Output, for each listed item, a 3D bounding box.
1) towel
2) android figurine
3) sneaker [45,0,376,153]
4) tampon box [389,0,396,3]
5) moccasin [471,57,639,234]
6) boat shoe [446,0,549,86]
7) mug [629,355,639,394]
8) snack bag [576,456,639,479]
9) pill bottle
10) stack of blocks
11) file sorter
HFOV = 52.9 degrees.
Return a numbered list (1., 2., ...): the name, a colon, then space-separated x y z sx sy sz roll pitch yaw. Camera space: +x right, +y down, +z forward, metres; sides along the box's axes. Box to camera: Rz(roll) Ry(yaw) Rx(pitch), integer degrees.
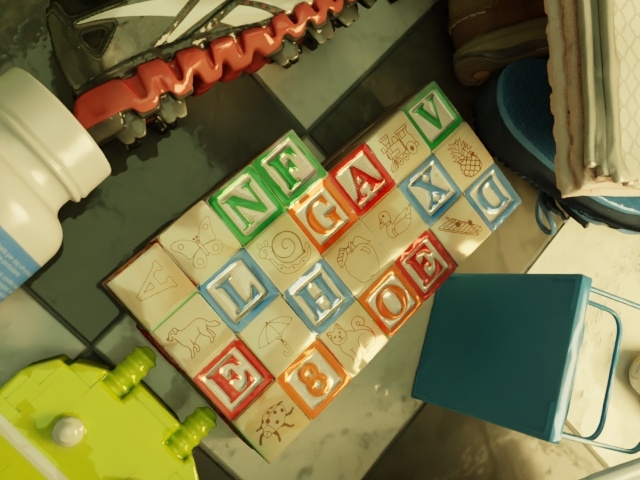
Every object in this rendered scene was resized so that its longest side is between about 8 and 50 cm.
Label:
1. towel: 0.291 -0.202 0.514 0.317 0.053 0.332 -6 92 -35
2. android figurine: -0.193 0.193 0.432 0.273 0.056 0.248 -42 96 -13
3. sneaker: -0.079 -0.180 0.490 0.276 0.097 0.135 -32 100 -19
4. tampon box: 0.117 -0.295 0.542 0.120 0.161 0.101 -33 100 -20
5. moccasin: 0.268 -0.051 0.606 0.342 0.117 0.137 22 70 -23
6. boat shoe: 0.261 -0.244 0.621 0.324 0.123 0.116 -19 91 -23
7. mug: 0.357 0.146 0.672 0.064 0.078 0.062 37 107 -7
8. snack bag: 0.189 0.299 0.519 0.323 0.037 0.342 -10 120 -20
9. pill bottle: -0.245 -0.004 0.399 0.221 0.124 0.124 -45 102 -18
10. stack of blocks: 0.000 0.000 0.515 0.297 0.087 0.171 -42 102 -19
11. file sorter: 0.176 0.098 0.537 0.104 0.170 0.118 20 79 -23
